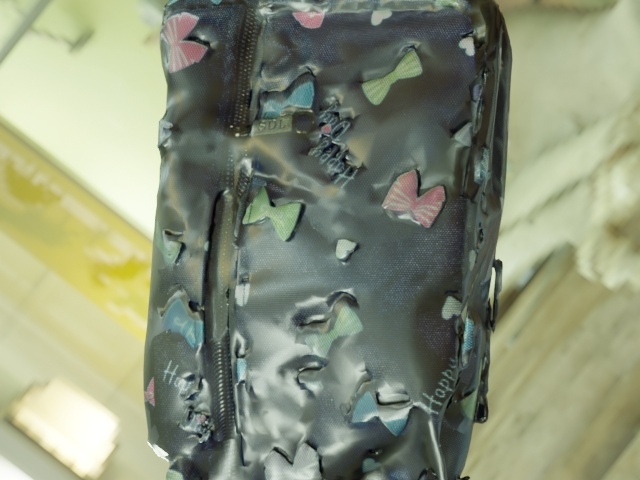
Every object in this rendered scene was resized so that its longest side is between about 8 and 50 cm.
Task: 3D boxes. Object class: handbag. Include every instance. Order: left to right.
[{"bbox_3d":[0.000,0.000,0.830,0.162,0.260,0.113,2,179,13],"label":"handbag"}]
